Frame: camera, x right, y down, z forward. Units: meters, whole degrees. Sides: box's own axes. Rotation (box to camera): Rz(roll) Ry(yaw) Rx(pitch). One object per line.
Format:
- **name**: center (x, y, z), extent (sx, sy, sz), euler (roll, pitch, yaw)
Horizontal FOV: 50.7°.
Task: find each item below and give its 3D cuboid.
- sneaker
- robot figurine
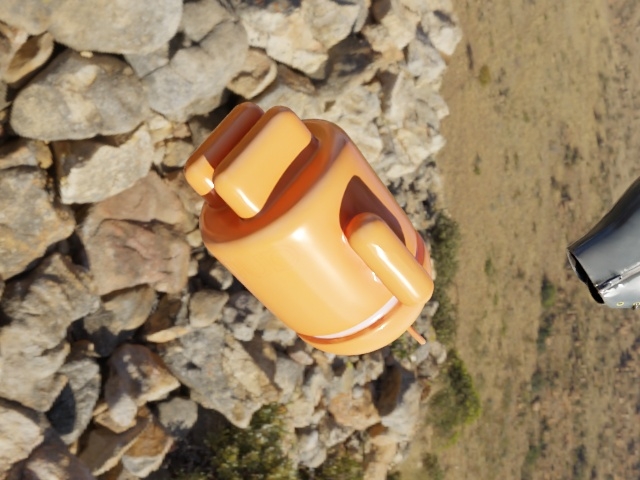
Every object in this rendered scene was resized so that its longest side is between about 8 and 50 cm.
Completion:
- **sneaker**: center (0.315, 0.042, 0.613), extent (0.222, 0.118, 0.083), euler (46, 10, -19)
- **robot figurine**: center (-0.001, -0.001, 0.499), extent (0.219, 0.158, 0.128), euler (49, 34, -34)
